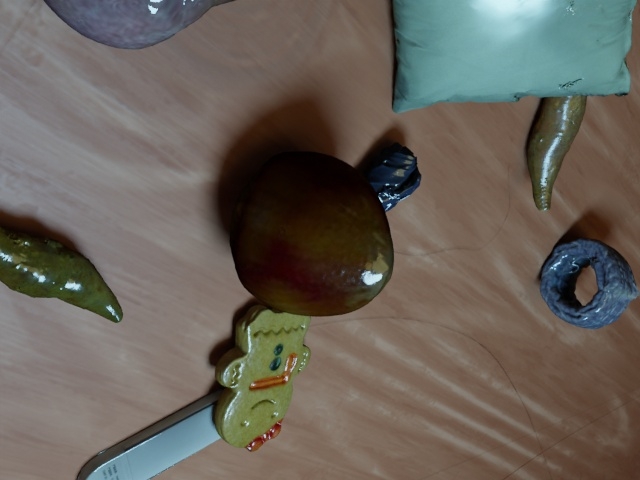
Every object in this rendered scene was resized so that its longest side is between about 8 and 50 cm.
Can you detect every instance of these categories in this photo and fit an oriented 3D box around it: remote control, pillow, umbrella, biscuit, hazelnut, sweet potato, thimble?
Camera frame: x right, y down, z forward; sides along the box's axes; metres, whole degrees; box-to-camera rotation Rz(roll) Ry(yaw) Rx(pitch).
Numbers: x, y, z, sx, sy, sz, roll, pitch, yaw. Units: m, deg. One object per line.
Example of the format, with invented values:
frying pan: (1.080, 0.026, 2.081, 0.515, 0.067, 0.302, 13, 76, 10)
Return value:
remote control: (-0.208, 0.272, 1.304, 0.245, 0.022, 0.077, -26, 132, -26)
pillow: (0.224, -0.276, 1.134, 0.312, 0.119, 0.310, -5, 142, 3)
umbrella: (0.040, -0.020, 1.275, 0.248, 0.071, 0.071, -48, 140, 0)
biscuit: (-0.079, 0.190, 1.326, 0.166, 0.036, 0.225, -1, 113, -49)
hazelnut: (0.000, 0.000, 1.145, 0.208, 0.208, 0.208, -24, 134, -28)
sweet potato: (0.359, -0.195, 1.438, 0.072, 0.066, 0.314, -13, 125, -45)
sweet potato: (-0.297, 0.021, 0.998, 0.067, 0.067, 0.274, -50, 138, 0)
thimble: (0.456, 0.073, 1.669, 0.097, 0.150, 0.150, 19, 106, -45)

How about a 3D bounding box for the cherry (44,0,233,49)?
cherry: (-0.146, -0.287, 0.807, 0.239, 0.206, 0.239, -1, 92, -21)
